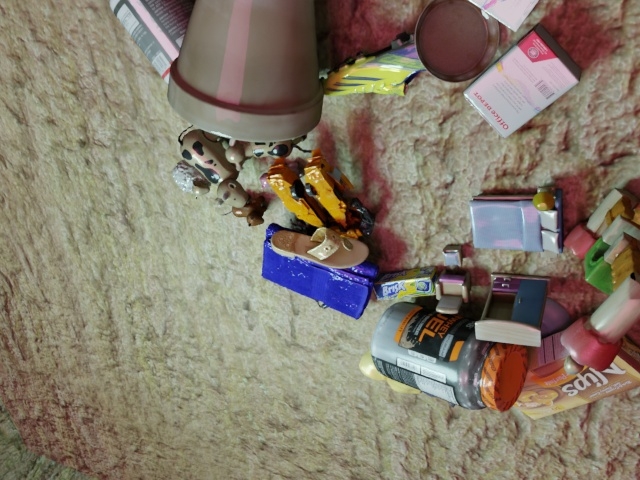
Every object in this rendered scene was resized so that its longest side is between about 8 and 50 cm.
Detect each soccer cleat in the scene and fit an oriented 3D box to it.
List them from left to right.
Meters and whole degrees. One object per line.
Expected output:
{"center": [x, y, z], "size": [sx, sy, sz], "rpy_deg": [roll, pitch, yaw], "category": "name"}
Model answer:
{"center": [0.122, -0.345, 1.244], "size": [0.289, 0.093, 0.121], "rpy_deg": [-13, 116, 34], "category": "soccer cleat"}

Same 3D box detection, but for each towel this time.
{"center": [-0.014, 0.091, 1.538], "size": [0.308, 0.076, 0.227], "rpy_deg": [23, 141, 10], "category": "towel"}

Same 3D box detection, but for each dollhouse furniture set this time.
{"center": [0.373, 0.039, 1.299], "size": [0.287, 0.198, 0.303], "rpy_deg": [3, 122, 26], "category": "dollhouse furniture set"}

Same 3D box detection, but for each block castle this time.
{"center": [0.602, 0.119, 1.071], "size": [0.303, 0.453, 0.212], "rpy_deg": [30, 123, 6], "category": "block castle"}

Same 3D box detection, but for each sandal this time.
{"center": [-0.001, 0.006, 1.414], "size": [0.240, 0.088, 0.079], "rpy_deg": [7, 150, 2], "category": "sandal"}

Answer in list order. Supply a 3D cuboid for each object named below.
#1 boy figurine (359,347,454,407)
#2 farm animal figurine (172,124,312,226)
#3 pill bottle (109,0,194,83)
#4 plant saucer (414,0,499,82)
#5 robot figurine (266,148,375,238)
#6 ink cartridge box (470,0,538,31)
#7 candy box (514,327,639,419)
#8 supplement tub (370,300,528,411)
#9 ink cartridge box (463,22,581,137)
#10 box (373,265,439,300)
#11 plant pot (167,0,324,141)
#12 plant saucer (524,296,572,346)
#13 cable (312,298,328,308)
{"center": [0.251, 0.383, 1.665], "size": [0.285, 0.092, 0.177], "rpy_deg": [15, 152, 23], "category": "boy figurine"}
{"center": [-0.221, -0.181, 1.483], "size": [0.327, 0.172, 0.330], "rpy_deg": [32, 130, 5], "category": "farm animal figurine"}
{"center": [-0.370, -0.516, 1.345], "size": [0.161, 0.161, 0.283], "rpy_deg": [-26, 106, 38], "category": "pill bottle"}
{"center": [0.258, -0.389, 1.135], "size": [0.169, 0.029, 0.168], "rpy_deg": [-2, 105, -8], "category": "plant saucer"}
{"center": [0.009, -0.092, 1.425], "size": [0.211, 0.085, 0.291], "rpy_deg": [-8, 144, 29], "category": "robot figurine"}
{"center": [0.325, -0.460, 1.057], "size": [0.143, 0.092, 0.090], "rpy_deg": [36, 131, 4], "category": "ink cartridge box"}
{"center": [0.585, 0.314, 1.417], "size": [0.183, 0.087, 0.316], "rpy_deg": [35, 132, -20], "category": "candy box"}
{"center": [0.308, 0.280, 1.436], "size": [0.338, 0.207, 0.207], "rpy_deg": [12, 128, 43], "category": "supplement tub"}
{"center": [0.386, -0.305, 1.141], "size": [0.127, 0.072, 0.175], "rpy_deg": [45, 130, -6], "category": "ink cartridge box"}
{"center": [0.219, 0.111, 1.519], "size": [0.169, 0.059, 0.054], "rpy_deg": [-11, 113, 33], "category": "box"}
{"center": [-0.134, -0.396, 1.168], "size": [0.323, 0.323, 0.280], "rpy_deg": [23, 129, 13], "category": "plant pot"}
{"center": [0.512, 0.216, 1.450], "size": [0.195, 0.037, 0.194], "rpy_deg": [15, 127, 20], "category": "plant saucer"}
{"center": [0.009, 0.107, 1.637], "size": [0.151, 0.047, 0.184], "rpy_deg": [-12, 113, 36], "category": "cable"}
